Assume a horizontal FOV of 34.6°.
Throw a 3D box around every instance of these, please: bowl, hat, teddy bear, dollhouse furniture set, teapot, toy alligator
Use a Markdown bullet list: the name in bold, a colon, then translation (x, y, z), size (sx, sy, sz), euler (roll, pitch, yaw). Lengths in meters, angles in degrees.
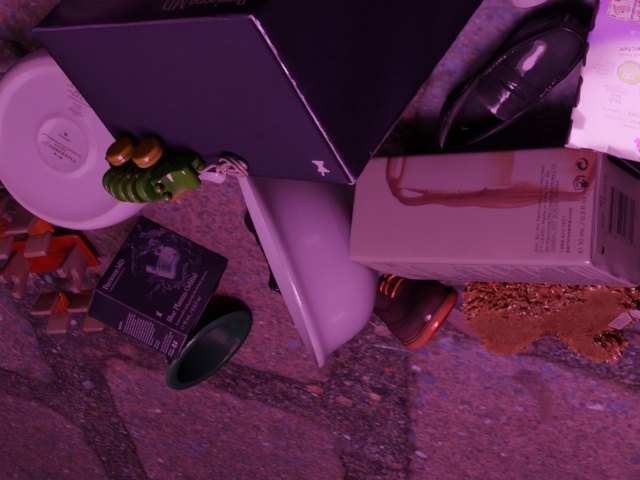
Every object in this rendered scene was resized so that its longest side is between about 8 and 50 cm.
- **bowl**: translation (0.000, 0.000, 1.303), size (0.134, 0.298, 0.298), euler (-22, 138, -5)
- **hat**: translation (-0.244, 0.135, 1.737), size (0.183, 0.173, 0.208), euler (46, 112, 23)
- **teddy bear**: translation (0.343, 0.049, 1.258), size (0.245, 0.113, 0.338), euler (38, 136, -28)
- **dollhouse furniture set**: translation (-0.505, 0.029, 1.762), size (0.259, 0.135, 0.262), euler (-6, 137, 21)
- **teapot**: translation (-0.292, -0.146, 1.324), size (0.252, 0.187, 0.256), euler (-16, 104, 20)
- **toy alligator**: translation (-0.143, -0.054, 0.913), size (0.190, 0.051, 0.056), euler (8, 146, 43)

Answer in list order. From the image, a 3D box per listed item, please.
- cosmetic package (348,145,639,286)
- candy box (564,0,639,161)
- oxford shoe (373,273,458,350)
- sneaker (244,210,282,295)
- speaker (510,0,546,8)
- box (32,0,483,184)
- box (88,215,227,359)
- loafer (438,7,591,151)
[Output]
- **cosmetic package**: translation (0.196, -0.024, 1.156), size (0.296, 0.129, 0.153), euler (0, 170, 36)
- **candy box**: translation (0.326, -0.167, 0.934), size (0.165, 0.070, 0.196), euler (15, 122, 15)
- **oxford shoe**: translation (0.102, 0.076, 1.357), size (0.098, 0.097, 0.271), euler (38, 173, -9)
- **sneaker**: translation (-0.053, 0.035, 1.483), size (0.170, 0.089, 0.051), euler (39, 144, -19)
- **speaker**: translation (0.176, -0.284, 0.944), size (0.055, 0.055, 0.136), euler (-4, 136, 36)
- **box**: translation (-0.040, -0.219, 0.911), size (0.296, 0.294, 0.182), euler (8, 144, 43)
- **box**: translation (-0.252, 0.074, 1.600), size (0.158, 0.156, 0.093), euler (27, 145, -2)
- **loafer**: translation (0.199, -0.160, 1.073), size (0.076, 0.078, 0.223), euler (34, 145, -13)
